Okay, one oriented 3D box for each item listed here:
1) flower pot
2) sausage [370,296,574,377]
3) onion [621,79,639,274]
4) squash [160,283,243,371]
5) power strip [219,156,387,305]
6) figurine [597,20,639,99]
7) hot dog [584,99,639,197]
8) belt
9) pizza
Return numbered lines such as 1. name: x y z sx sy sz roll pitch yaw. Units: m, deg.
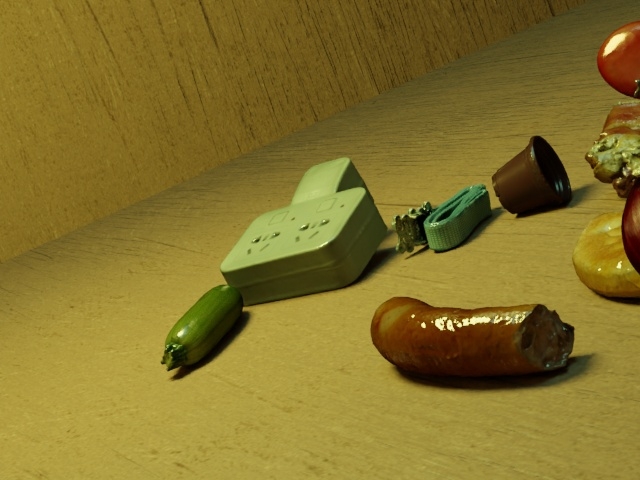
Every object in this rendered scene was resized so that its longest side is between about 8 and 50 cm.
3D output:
1. flower pot: 0.306 -0.088 2.065 0.089 0.111 0.111 -28 7 28
2. sausage: 0.145 0.106 1.520 0.102 0.076 0.302 -19 11 -34
3. onion: 0.418 -0.067 1.389 0.273 0.285 0.273 -27 -11 -6
4. squash: -0.163 0.117 1.999 0.069 0.069 0.258 -16 13 20
5. power strip: 0.000 0.000 2.178 0.229 0.141 0.261 -13 28 35
6. figurine: 0.535 -0.195 1.735 0.261 0.270 0.211 -17 -15 -37
7. hot dog: 0.456 -0.125 1.986 0.146 0.103 0.213 11 37 28
8. belt: 0.194 -0.035 2.104 0.100 0.065 0.179 -2 19 34
9. pizza: 0.360 0.014 1.617 0.134 0.056 0.271 -24 11 -7
